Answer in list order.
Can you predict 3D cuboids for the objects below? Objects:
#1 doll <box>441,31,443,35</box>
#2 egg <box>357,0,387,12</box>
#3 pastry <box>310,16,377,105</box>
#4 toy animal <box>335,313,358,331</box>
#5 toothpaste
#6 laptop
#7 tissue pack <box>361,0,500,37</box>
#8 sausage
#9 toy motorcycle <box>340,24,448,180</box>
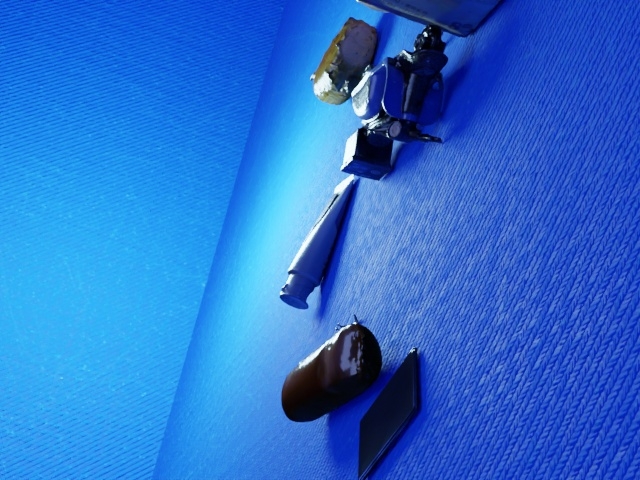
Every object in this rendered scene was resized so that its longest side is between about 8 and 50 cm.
[{"bbox_3d":[0.252,-0.465,2.071,0.114,0.057,0.227,-75,4,-50],"label":"doll"},{"bbox_3d":[0.159,-0.578,2.297,0.245,0.203,0.203,-51,20,29],"label":"egg"},{"bbox_3d":[0.057,-0.425,2.698,0.218,0.100,0.229,-56,13,30],"label":"pastry"},{"bbox_3d":[0.042,0.159,1.998,0.084,0.028,0.050,-64,22,18],"label":"toy animal"},{"bbox_3d":[0.000,0.000,2.361,0.299,0.073,0.114,-66,10,-21],"label":"toothpaste"},{"bbox_3d":[0.099,0.255,1.647,0.129,0.016,0.180,-85,20,-51],"label":"laptop"},{"bbox_3d":[0.214,-0.482,1.831,0.344,0.242,0.125,136,149,-61],"label":"tissue pack"},{"bbox_3d":[0.020,0.224,1.854,0.348,0.094,0.097,137,138,-59],"label":"sausage"},{"bbox_3d":[0.142,-0.242,2.040,0.358,0.125,0.212,141,140,-69],"label":"toy motorcycle"}]
